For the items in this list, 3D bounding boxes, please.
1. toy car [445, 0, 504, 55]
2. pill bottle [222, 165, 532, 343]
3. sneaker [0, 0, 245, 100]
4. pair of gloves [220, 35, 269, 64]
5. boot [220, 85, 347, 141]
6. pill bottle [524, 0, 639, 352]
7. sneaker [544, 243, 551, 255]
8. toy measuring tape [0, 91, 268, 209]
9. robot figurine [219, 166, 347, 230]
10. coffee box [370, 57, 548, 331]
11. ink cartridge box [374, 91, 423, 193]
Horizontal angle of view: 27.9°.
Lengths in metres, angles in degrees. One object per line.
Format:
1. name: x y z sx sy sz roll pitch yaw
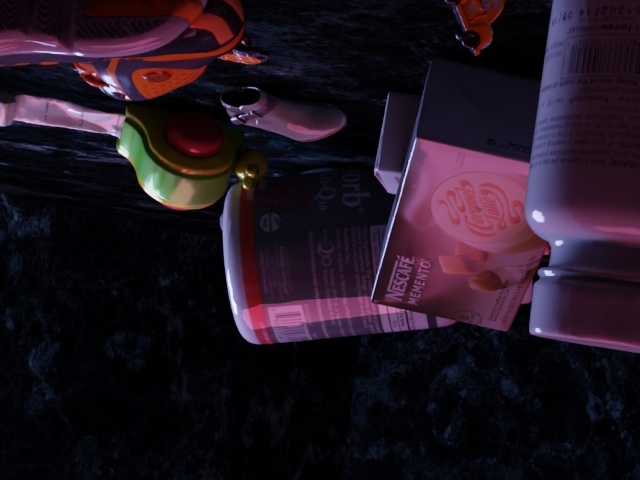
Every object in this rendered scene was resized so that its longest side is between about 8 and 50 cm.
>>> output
1. toy car: 0.100 -0.152 0.802 0.040 0.060 0.122 -24 180 4
2. pill bottle: 0.073 0.011 1.606 0.362 0.210 0.210 -6 174 6
3. sneaker: -0.204 -0.151 0.903 0.321 0.125 0.180 7 174 14
4. pair of gloves: -0.089 -0.171 1.149 0.074 0.010 0.083 7 174 19
5. boot: -0.043 -0.135 1.342 0.118 0.042 0.087 -2 163 29
6. pill bottle: 0.199 -0.046 0.819 0.131 0.229 0.131 9 175 1
7. sneaker: 0.250 -0.033 1.911 0.092 0.088 0.225 36 160 -32
8. toy measuring tape: -0.219 -0.103 1.516 0.330 0.121 0.121 9 175 -16
9. robot figurine: 0.000 0.000 1.891 0.299 0.200 0.353 9 175 -10
10. coffee box: 0.136 -0.034 1.158 0.141 0.098 0.246 13 144 0
11. ink cartridge box: 0.165 -0.085 1.286 0.203 0.086 0.148 8 175 9
